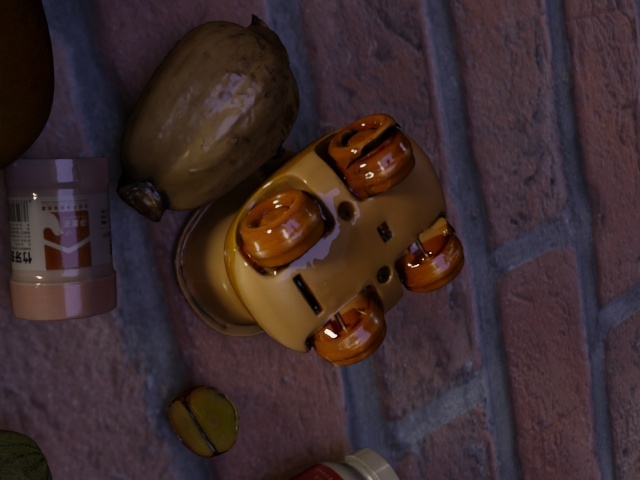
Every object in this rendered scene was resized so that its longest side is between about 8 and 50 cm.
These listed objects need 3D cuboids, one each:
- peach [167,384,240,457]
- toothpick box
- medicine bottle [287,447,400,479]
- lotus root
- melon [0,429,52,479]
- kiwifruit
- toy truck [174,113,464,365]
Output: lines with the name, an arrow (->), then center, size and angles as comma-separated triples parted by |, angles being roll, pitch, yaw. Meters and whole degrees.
peach -> -0.138, 0.206, 0.849 | 0.083, 0.050, 0.077 | 29, 55, -43
toothpick box -> -0.250, -0.005, 0.716 | 0.098, 0.098, 0.149 | -6, 98, -35
medicine bottle -> -0.021, 0.357, 0.902 | 0.250, 0.131, 0.131 | -22, 108, -32
lotus root -> -0.109, -0.131, 0.778 | 0.154, 0.140, 0.257 | 41, 75, -24
melon -> -0.335, 0.250, 0.663 | 0.192, 0.139, 0.139 | -30, 112, -26
kiwifruit -> -0.314, -0.152, 0.596 | 0.196, 0.196, 0.234 | -28, 128, -30
toy truck -> 0.000, 0.000, 0.828 | 0.288, 0.211, 0.204 | -42, 118, -20
